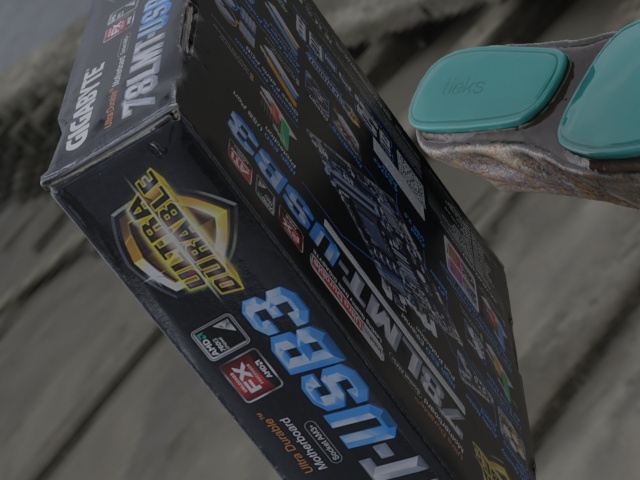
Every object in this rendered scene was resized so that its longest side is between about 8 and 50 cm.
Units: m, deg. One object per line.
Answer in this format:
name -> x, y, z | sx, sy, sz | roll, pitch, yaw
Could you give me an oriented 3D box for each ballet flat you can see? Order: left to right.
ballet flat -> 0.169, -0.064, 0.976 | 0.107, 0.106, 0.316 | -57, 25, -8

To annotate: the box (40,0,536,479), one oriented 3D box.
box -> 0.000, 0.000, 0.817 | 0.073, 0.295, 0.293 | -30, 26, 17
